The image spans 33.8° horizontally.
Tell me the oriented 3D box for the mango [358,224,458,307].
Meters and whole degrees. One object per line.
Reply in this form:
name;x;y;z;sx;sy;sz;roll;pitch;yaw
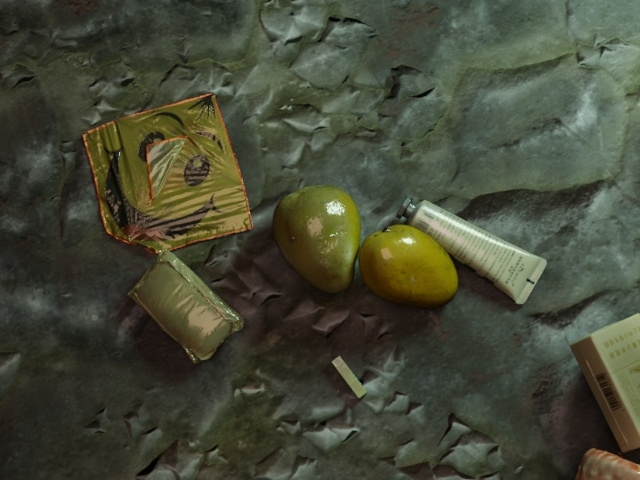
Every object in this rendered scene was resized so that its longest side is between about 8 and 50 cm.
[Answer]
mango;0.155;0.052;1.845;0.195;0.098;0.137;35;88;-22

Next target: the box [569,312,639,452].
box;0.523;0.238;1.778;0.141;0.058;0.201;-18;77;-35

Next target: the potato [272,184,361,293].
potato;0.000;0.000;1.864;0.157;0.157;0.194;-18;95;2

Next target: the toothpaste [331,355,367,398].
toothpaste;0.050;0.243;1.874;0.020;0.017;0.083;-37;80;-4

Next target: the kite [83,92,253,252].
kite;-0.276;-0.133;1.968;0.377;0.013;0.328;26;83;9

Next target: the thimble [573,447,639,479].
thimble;0.514;0.437;1.696;0.239;0.239;0.162;19;85;8

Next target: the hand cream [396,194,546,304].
hand cream;0.264;0.007;1.879;0.276;0.059;0.095;31;87;4

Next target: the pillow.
pillow;-0.243;0.122;1.901;0.208;0.053;0.119;43;91;10
